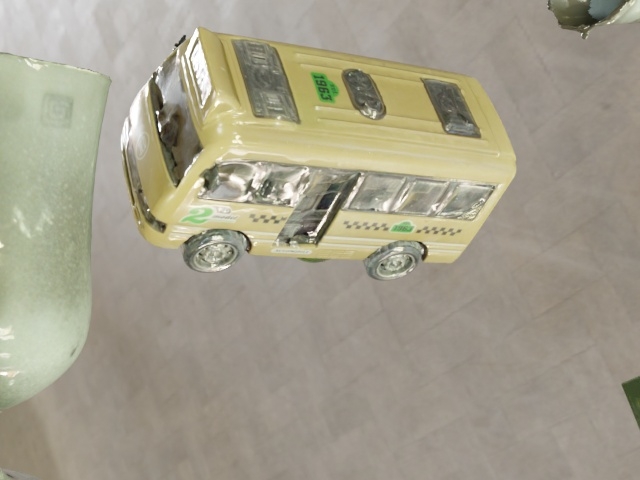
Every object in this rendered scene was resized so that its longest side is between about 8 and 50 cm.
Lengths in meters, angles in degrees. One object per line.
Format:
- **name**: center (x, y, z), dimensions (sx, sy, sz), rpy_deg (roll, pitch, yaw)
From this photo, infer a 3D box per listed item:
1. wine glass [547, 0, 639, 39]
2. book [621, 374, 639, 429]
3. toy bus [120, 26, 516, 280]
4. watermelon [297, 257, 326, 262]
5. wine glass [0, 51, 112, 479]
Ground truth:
- **wine glass**: center (0.414, -0.277, 1.197), dimensions (0.156, 0.232, 0.156), rpy_deg (-30, 47, 38)
- **book**: center (0.468, 0.235, 1.134), dimensions (0.264, 0.027, 0.202), rpy_deg (118, 136, -67)
- **toy bus**: center (-0.001, -0.087, 0.949), dimensions (0.202, 0.365, 0.177), rpy_deg (-56, 41, 43)
- **watermelon**: center (0.000, 0.000, 1.404), dimensions (0.105, 0.105, 0.062), rpy_deg (-35, 73, 50)
- **wine glass**: center (-0.165, 0.022, 0.481), dimensions (0.103, 0.103, 0.231), rpy_deg (13, 94, 50)
